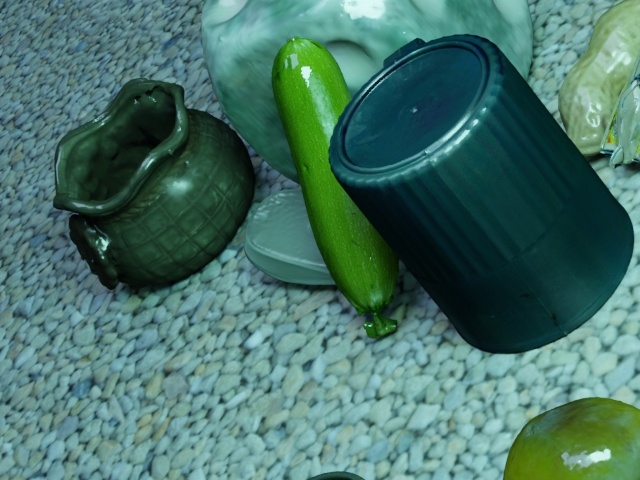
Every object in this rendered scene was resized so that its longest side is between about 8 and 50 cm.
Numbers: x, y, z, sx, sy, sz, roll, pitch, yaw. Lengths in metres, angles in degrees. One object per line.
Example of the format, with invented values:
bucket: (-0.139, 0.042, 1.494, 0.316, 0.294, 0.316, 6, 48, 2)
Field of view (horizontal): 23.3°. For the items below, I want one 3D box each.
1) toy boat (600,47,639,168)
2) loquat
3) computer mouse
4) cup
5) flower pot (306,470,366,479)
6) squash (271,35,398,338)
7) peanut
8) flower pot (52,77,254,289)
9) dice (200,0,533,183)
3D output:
toy boat: (0.384, -0.182, 1.802, 0.084, 0.066, 0.210, 29, 109, 60)
loquat: (0.248, 0.223, 1.470, 0.195, 0.152, 0.152, -3, 49, 49)
computer mouse: (0.000, 0.000, 2.058, 0.231, 0.079, 0.128, 14, 63, 34)
cup: (0.184, -0.078, 1.752, 0.242, 0.292, 0.308, -12, 44, 38)
flower pot: (0.018, 0.335, 1.616, 0.157, 0.107, 0.157, -26, 34, 19)
squash: (0.025, -0.065, 1.885, 0.101, 0.378, 0.101, -18, 4, 1)
peanut: (0.356, -0.200, 1.895, 0.104, 0.085, 0.228, 27, 78, 29)
flower pot: (-0.257, -0.076, 2.281, 0.302, 0.213, 0.301, -26, 36, 21)
dice: (0.061, -0.283, 2.070, 0.328, 0.348, 0.330, -16, 39, 37)
